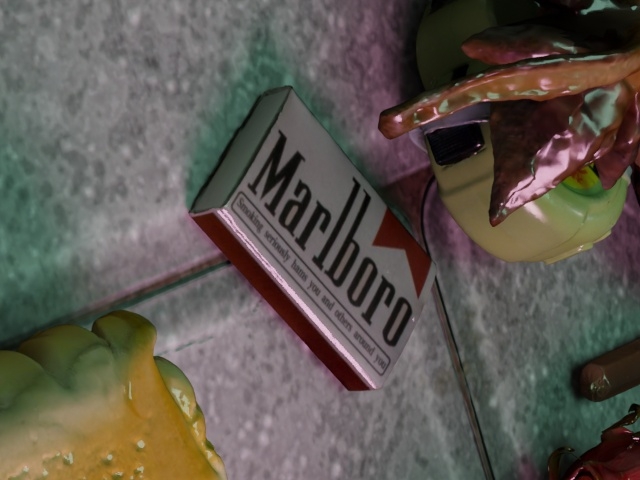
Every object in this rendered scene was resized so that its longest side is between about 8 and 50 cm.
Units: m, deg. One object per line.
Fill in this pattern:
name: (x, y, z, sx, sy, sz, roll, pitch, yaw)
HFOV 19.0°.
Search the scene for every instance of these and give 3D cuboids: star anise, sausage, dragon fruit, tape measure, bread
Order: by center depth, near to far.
bread: (-0.179, 0.152, 0.955, 0.311, 0.121, 0.173, -23, 96, -47)
star anise: (0.193, -0.142, 1.244, 0.349, 0.109, 0.292, 11, 87, -40)
tape measure: (0.142, -0.070, 1.354, 0.200, 0.106, 0.175, 45, 45, -27)
dragon fruit: (0.228, 0.200, 1.384, 0.166, 0.133, 0.136, 18, 27, -45)
sausage: (0.247, 0.095, 1.484, 0.147, 0.035, 0.030, -16, 114, -45)

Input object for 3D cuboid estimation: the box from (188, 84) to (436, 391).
box: (0.000, 0.000, 1.239, 0.177, 0.036, 0.115, 49, 50, -29)

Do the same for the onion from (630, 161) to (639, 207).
onion: (0.345, -0.082, 1.490, 0.252, 0.219, 0.252, 3, 86, -54)
